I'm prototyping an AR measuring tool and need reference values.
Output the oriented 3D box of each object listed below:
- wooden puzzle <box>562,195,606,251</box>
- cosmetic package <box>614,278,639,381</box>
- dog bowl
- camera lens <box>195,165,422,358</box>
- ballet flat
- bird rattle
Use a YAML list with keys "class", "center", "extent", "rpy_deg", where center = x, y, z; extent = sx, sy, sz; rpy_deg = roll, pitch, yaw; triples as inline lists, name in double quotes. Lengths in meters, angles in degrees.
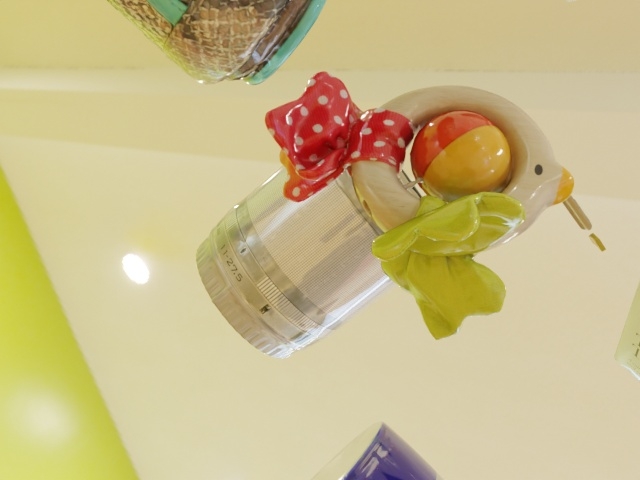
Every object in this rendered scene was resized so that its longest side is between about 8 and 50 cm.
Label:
- class: "wooden puzzle"
  center: [0.306, -0.041, 1.027]
  extent: [0.014, 0.078, 0.116]
  rpy_deg: [-35, -90, 10]
- class: "cosmetic package"
  center: [0.483, 0.153, 0.842]
  extent: [0.377, 0.097, 0.284]
  rpy_deg: [46, -21, 33]
- class: "dog bowl"
  center: [0.009, 0.313, 0.866]
  extent: [0.104, 0.265, 0.265]
  rpy_deg: [45, -39, 6]
- class: "camera lens"
  center: [0.000, 0.000, 1.135]
  extent: [0.274, 0.219, 0.219]
  rpy_deg: [-39, -90, 15]
- class: "ballet flat"
  center: [-0.039, -0.291, 0.604]
  extent: [0.182, 0.483, 0.164]
  rpy_deg: [37, -49, -15]
- class: "bird rattle"
  center: [0.085, -0.053, 0.703]
  extent: [0.253, 0.207, 0.143]
  rpy_deg: [51, -21, 38]
